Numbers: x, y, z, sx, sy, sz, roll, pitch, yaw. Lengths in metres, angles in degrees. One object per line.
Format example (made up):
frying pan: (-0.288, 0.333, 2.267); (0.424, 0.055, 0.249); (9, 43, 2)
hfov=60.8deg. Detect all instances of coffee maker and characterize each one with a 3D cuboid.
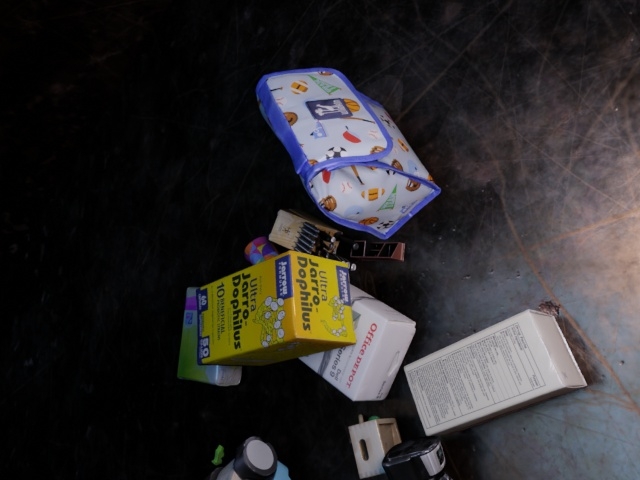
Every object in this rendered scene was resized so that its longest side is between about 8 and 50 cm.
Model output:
coffee maker: (0.194, 0.504, 1.094); (0.171, 0.120, 0.178); (-25, 83, 0)

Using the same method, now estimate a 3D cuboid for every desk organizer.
desk organizer: (0.140, 0.025, 1.358); (0.130, 0.050, 0.047); (0, 80, 43)

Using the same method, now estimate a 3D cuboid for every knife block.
knife block: (0.000, 0.000, 1.445); (0.242, 0.276, 0.088); (23, 98, 9)

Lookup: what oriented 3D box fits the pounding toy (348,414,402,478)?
pounding toy: (0.119, 0.456, 1.239); (0.100, 0.130, 0.141); (-25, 64, 23)

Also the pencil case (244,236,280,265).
pencil case: (-0.131, 0.093, 1.564); (0.104, 0.105, 0.236); (-53, 51, 21)

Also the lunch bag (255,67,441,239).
lunch bag: (0.052, -0.214, 1.266); (0.239, 0.386, 0.327); (-46, 53, 26)

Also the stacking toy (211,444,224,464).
stacking toy: (-0.282, 0.737, 1.586); (0.167, 0.052, 0.221); (15, 90, 43)

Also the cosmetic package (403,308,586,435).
cosmetic package: (0.333, 0.266, 1.072); (0.296, 0.129, 0.153); (-34, 58, 33)

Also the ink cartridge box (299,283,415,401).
ink cartridge box: (0.060, 0.228, 1.336); (0.289, 0.122, 0.211); (27, 99, 44)

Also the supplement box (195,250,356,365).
supplement box: (-0.116, 0.176, 1.294); (0.357, 0.195, 0.194); (-23, 64, 39)

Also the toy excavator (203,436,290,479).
toy excavator: (-0.098, 0.770, 1.314); (0.222, 0.445, 0.433); (-49, 11, 25)

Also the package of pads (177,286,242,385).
package of pads: (-0.335, 0.294, 1.703); (0.229, 0.101, 0.296); (-4, 78, 44)
